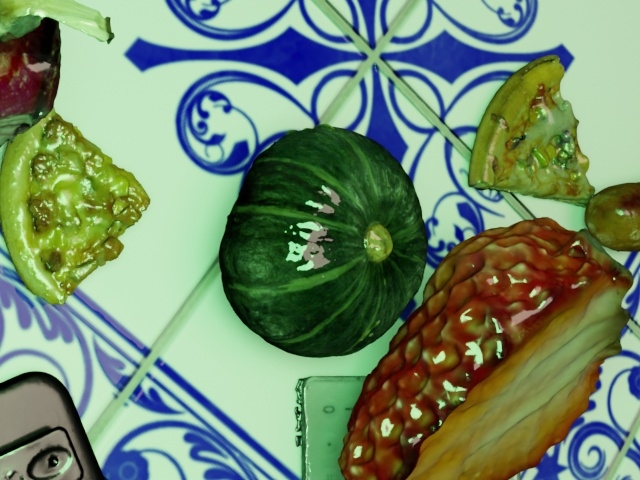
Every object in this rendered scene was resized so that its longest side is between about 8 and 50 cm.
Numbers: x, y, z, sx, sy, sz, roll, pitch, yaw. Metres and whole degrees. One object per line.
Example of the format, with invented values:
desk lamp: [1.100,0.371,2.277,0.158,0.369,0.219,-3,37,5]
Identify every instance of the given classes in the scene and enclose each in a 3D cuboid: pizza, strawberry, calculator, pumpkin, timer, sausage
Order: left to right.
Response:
timer: [-0.267,0.197,0.992,0.187,0.055,0.144,-24,96,-31]
pizza: [-0.207,-0.037,1.062,0.134,0.046,0.175,-13,90,-31]
pumpkin: [0.001,0.002,1.122,0.211,0.152,0.211,11,76,-48]
calculator: [0.094,0.211,1.223,0.262,0.021,0.161,2,83,-30]
strawberry: [0.135,0.116,1.156,0.336,0.149,0.265,-39,147,-15]
pizza: [0.236,-0.088,1.334,0.184,0.036,0.176,-45,107,-26]
sausage: [0.410,-0.062,1.408,0.302,0.076,0.103,-33,109,-31]

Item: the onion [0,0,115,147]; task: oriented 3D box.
onion: [-0.333,-0.147,0.892,0.230,0.272,0.256,1,50,-38]
